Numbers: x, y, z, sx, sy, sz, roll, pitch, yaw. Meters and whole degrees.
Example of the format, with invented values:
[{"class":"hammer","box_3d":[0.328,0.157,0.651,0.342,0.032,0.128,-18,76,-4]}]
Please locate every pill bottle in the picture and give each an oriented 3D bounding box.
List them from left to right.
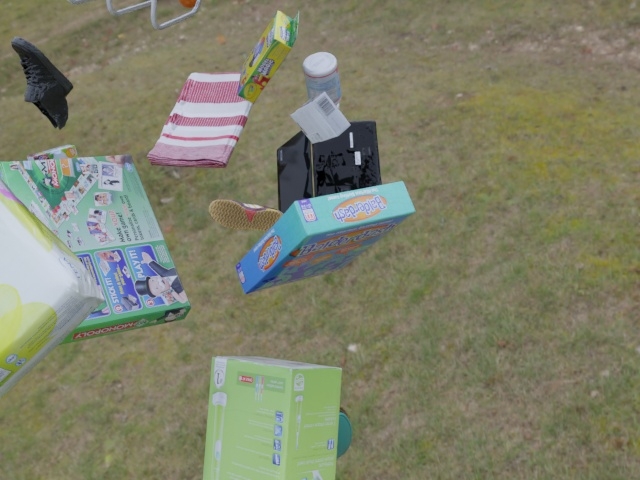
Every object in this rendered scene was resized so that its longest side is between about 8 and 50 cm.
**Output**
[{"class":"pill bottle","box_3d":[0.008,-0.395,1.714,0.087,0.160,0.087,-4,54,6]}]

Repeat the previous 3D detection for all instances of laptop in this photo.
[{"class":"laptop","box_3d":[0.017,-0.172,1.720,0.265,0.136,0.234,-3,69,0]}]

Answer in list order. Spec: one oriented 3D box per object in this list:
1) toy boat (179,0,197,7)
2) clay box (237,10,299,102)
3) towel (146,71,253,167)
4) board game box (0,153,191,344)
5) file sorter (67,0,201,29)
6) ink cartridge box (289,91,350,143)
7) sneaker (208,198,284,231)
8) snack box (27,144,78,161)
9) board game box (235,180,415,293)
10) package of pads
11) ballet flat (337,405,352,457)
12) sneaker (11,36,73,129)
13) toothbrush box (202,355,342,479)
[{"class":"toy boat","box_3d":[-0.343,-0.630,1.602,0.151,0.151,0.231,-45,36,-20]},{"class":"clay box","box_3d":[-0.127,-0.458,1.629,0.222,0.053,0.127,-47,30,40]},{"class":"towel","box_3d":[-0.299,-0.329,1.770,0.237,0.037,0.329,5,58,22]},{"class":"board game box","box_3d":[-0.359,0.000,1.052,0.214,0.046,0.317,-9,59,-34]},{"class":"file sorter","box_3d":[-0.320,-0.435,0.960,0.278,0.173,0.193,17,30,5]},{"class":"ink cartridge box","box_3d":[-0.003,-0.182,1.002,0.029,0.063,0.115,-43,14,-13]},{"class":"sneaker","box_3d":[-0.175,-0.057,1.605,0.186,0.069,0.084,13,5,1]},{"class":"snack box","box_3d":[-0.587,-0.135,1.502,0.037,0.141,0.100,11,29,42]},{"class":"board game box","box_3d":[0.000,0.000,0.862,0.160,0.047,0.210,-13,-17,-30]},{"class":"package of pads","box_3d":[-0.438,0.041,0.813,0.229,0.101,0.296,-45,76,-7]},{"class":"ballet flat","box_3d":[-0.027,0.345,1.333,0.116,0.342,0.124,-44,58,-7]},{"class":"sneaker","box_3d":[-0.545,-0.302,1.289,0.051,0.170,0.089,14,66,41]},{"class":"toothbrush box","box_3d":[-0.085,0.341,1.100,0.206,0.122,0.283,-4,79,45]}]
